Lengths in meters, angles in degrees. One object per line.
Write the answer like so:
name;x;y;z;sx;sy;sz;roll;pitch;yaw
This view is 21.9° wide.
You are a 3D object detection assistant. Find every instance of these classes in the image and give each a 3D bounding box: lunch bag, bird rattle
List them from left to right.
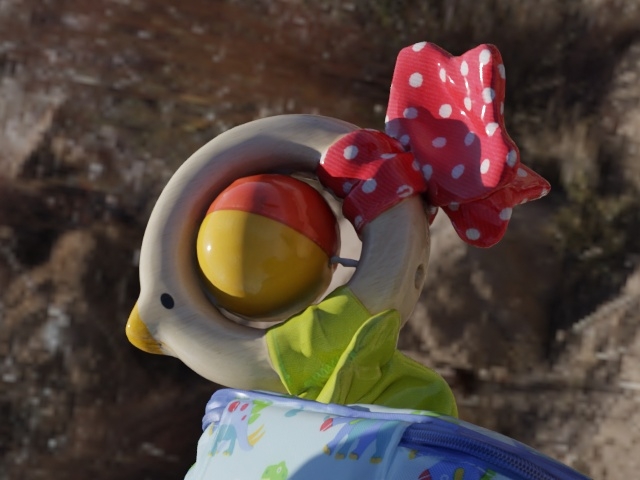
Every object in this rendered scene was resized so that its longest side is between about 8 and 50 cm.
bird rattle;0.000;0.000;0.905;0.143;0.206;0.254;43;-119;-67
lunch bag;0.048;0.129;0.622;0.219;0.176;0.090;-6;55;60
